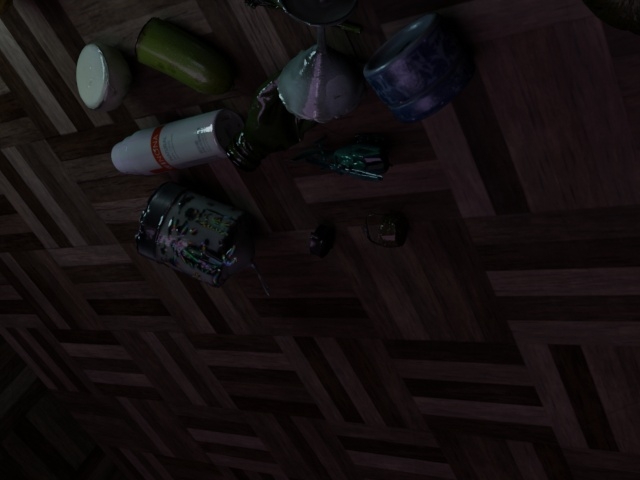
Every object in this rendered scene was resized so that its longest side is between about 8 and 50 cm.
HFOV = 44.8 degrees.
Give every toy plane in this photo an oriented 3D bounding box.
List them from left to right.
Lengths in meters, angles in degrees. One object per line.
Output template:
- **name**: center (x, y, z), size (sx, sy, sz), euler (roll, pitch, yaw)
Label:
- **toy plane**: center (0.049, -0.148, 1.417), size (0.235, 0.096, 0.060), euler (18, 139, 46)

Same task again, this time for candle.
- **candle**: center (-0.236, 0.007, 1.699), size (0.330, 0.187, 0.187), euler (23, 140, 10)

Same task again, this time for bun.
- **bun**: center (-0.425, -0.328, 1.566), size (0.138, 0.094, 0.138), euler (10, 104, 44)

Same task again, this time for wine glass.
- **wine glass**: center (0.001, -0.304, 1.193), size (0.156, 0.156, 0.232), euler (25, 158, 12)

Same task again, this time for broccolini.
- **broccolini**: center (-0.033, -0.383, 1.279), size (0.218, 0.044, 0.042), euler (19, 99, 13)

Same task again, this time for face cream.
- **face cream**: center (-0.308, -0.195, 1.608), size (0.346, 0.102, 0.102), euler (-8, 125, 38)

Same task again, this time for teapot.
- **teapot**: center (0.000, 0.000, 1.624), size (0.045, 0.067, 0.100), euler (23, 174, 18)

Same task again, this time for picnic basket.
- **picnic basket**: center (0.122, -0.019, 1.516), size (0.083, 0.072, 0.072), euler (7, 133, 31)

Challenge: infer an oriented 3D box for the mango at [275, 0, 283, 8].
- **mango**: center (-0.047, -0.440, 1.185), size (0.130, 0.092, 0.194), euler (21, 144, 13)

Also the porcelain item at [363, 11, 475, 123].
- **porcelain item**: center (0.153, -0.259, 1.186), size (0.147, 0.147, 0.114), euler (-22, 116, 46)

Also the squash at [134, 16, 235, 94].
- **squash**: center (-0.242, -0.334, 1.437), size (0.188, 0.095, 0.095), euler (27, 141, 4)

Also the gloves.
- **gloves**: center (-0.072, -0.226, 1.405), size (0.135, 0.107, 0.268), euler (31, 134, -29)

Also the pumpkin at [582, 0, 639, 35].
- **pumpkin**: center (0.386, -0.358, 0.889), size (0.260, 0.189, 0.260), euler (20, 138, 19)

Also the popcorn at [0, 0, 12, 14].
- **popcorn**: center (-0.689, -0.526, 1.494), size (0.140, 0.163, 0.194), euler (-39, 76, 26)
